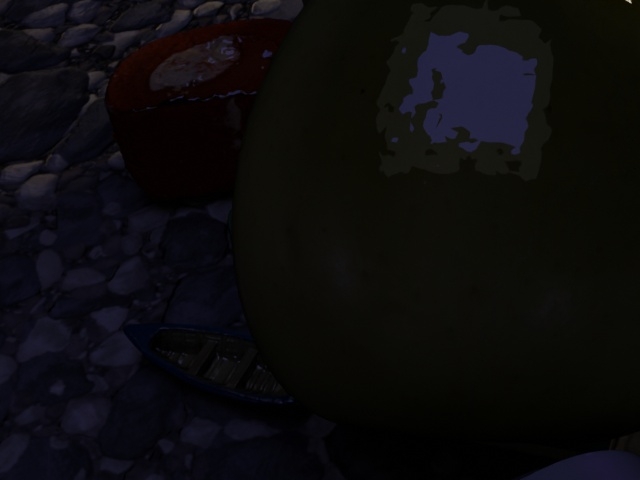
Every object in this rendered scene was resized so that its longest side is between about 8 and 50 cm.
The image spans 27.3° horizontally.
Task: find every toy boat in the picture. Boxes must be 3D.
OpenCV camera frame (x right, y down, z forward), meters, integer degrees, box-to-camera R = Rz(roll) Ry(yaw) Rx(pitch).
[{"bbox_3d":[-0.110,0.131,1.388,0.228,0.046,0.080,12,53,27],"label":"toy boat"}]

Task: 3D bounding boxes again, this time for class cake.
[{"bbox_3d":[-0.117,-0.164,1.607,0.282,0.151,0.177,-10,35,5],"label":"cake"}]

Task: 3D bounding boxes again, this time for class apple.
[{"bbox_3d":[0.140,-0.040,1.133,0.473,0.474,0.474,-9,45,9],"label":"apple"}]

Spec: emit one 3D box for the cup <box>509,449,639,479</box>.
[{"bbox_3d":[0.235,0.352,0.929,0.253,0.253,0.371,-28,49,-11],"label":"cup"}]

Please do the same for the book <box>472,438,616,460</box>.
[{"bbox_3d":[0.178,0.122,1.322,0.269,0.025,0.191,8,50,24],"label":"book"}]

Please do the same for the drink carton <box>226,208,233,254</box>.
[{"bbox_3d":[0.000,0.000,1.420,0.142,0.144,0.146,-33,47,-23],"label":"drink carton"}]

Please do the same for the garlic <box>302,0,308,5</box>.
[{"bbox_3d":[0.102,-0.281,1.580,0.286,0.313,0.249,38,91,33],"label":"garlic"}]
